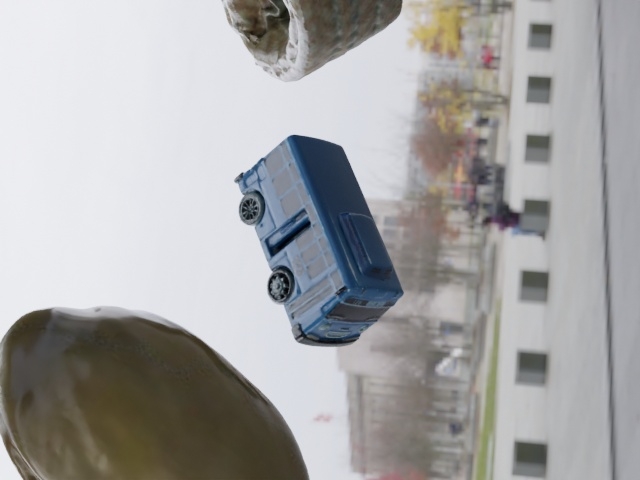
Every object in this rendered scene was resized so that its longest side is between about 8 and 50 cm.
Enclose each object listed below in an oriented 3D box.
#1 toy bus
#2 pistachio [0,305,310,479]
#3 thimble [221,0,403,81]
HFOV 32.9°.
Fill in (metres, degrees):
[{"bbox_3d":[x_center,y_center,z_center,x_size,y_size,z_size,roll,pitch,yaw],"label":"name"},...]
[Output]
[{"bbox_3d":[0.000,0.000,1.025,0.090,0.106,0.185,8,-128,-50],"label":"toy bus"},{"bbox_3d":[-0.125,0.158,0.832,0.293,0.162,0.181,49,-139,-19],"label":"pistachio"},{"bbox_3d":[-0.015,-0.283,1.164,0.196,0.148,0.229,54,164,20],"label":"thimble"}]
